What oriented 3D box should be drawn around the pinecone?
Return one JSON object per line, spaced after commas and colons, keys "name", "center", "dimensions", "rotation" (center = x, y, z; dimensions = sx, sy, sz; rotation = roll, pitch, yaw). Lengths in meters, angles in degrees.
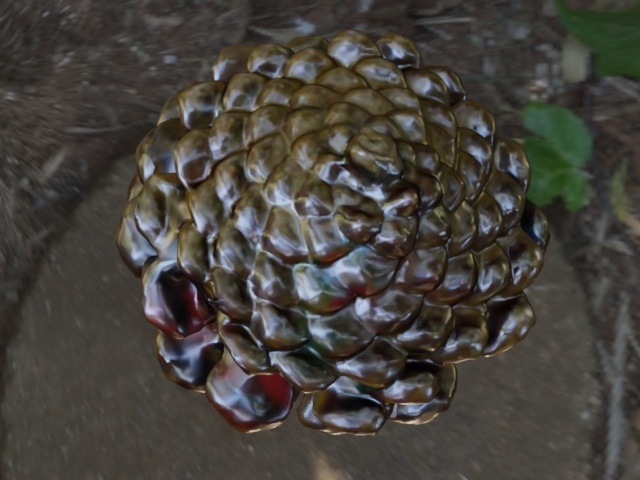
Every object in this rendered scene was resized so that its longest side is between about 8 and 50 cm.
{"name": "pinecone", "center": [0.001, -0.004, 0.405], "dimensions": [0.102, 0.109, 0.102], "rotation": [-1, 101, -7]}
